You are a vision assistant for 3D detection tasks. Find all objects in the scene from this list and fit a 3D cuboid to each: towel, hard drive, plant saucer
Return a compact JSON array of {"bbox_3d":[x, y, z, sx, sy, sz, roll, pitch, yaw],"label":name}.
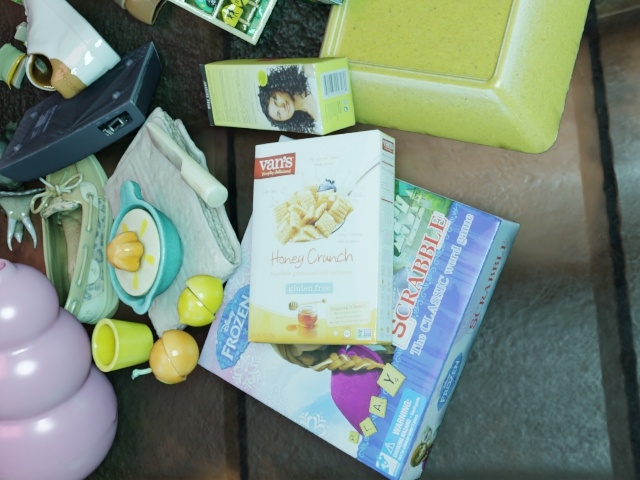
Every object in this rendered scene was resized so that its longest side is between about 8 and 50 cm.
[{"bbox_3d":[-0.206,-0.025,1.182,0.187,0.049,0.282,-47,55,35],"label":"towel"},{"bbox_3d":[-0.346,-0.181,1.269,0.254,0.054,0.172,-22,38,23],"label":"hard drive"},{"bbox_3d":[0.141,-0.293,1.017,0.333,0.081,0.333,15,93,32],"label":"plant saucer"}]

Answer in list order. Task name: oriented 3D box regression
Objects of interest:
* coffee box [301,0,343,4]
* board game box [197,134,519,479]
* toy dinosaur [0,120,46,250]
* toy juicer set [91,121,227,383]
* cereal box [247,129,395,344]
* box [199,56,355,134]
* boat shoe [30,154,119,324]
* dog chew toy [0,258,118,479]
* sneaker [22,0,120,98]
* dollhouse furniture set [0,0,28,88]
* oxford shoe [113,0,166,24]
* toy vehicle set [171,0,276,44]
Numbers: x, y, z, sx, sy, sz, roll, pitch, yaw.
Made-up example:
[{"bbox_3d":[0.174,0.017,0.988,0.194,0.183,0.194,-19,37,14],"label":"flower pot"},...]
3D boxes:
[{"bbox_3d":[0.002,-0.349,1.066,0.184,0.040,0.113,-130,55,-68],"label":"coffee box"},{"bbox_3d":[0.032,0.071,1.046,0.318,0.066,0.319,23,96,32],"label":"board game box"},{"bbox_3d":[-0.524,-0.144,1.334,0.121,0.313,0.160,-37,39,-5],"label":"toy dinosaur"},{"bbox_3d":[-0.202,0.021,1.074,0.209,0.089,0.329,15,98,47],"label":"toy juicer set"},{"bbox_3d":[0.000,0.000,1.006,0.173,0.047,0.240,-4,82,31],"label":"cereal box"},{"bbox_3d":[-0.059,-0.184,1.088,0.232,0.058,0.087,11,116,49],"label":"box"},{"bbox_3d":[-0.365,-0.017,1.285,0.104,0.089,0.285,-24,72,27],"label":"boat shoe"},{"bbox_3d":[-0.391,0.176,1.157,0.206,0.206,0.332,14,126,32],"label":"dog chew toy"},{"bbox_3d":[-0.412,-0.305,1.303,0.123,0.106,0.290,-45,46,-1],"label":"sneaker"},{"bbox_3d":[-0.509,-0.331,1.430,0.076,0.058,0.152,33,101,30],"label":"dollhouse furniture set"},{"bbox_3d":[-0.206,-0.407,1.261,0.076,0.076,0.212,39,104,-2],"label":"oxford shoe"},{"bbox_3d":[-0.103,-0.416,1.141,0.267,0.166,0.035,-63,18,10],"label":"toy vehicle set"}]
